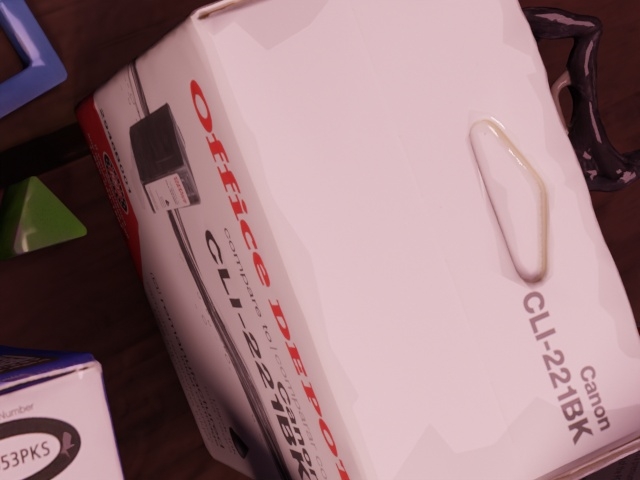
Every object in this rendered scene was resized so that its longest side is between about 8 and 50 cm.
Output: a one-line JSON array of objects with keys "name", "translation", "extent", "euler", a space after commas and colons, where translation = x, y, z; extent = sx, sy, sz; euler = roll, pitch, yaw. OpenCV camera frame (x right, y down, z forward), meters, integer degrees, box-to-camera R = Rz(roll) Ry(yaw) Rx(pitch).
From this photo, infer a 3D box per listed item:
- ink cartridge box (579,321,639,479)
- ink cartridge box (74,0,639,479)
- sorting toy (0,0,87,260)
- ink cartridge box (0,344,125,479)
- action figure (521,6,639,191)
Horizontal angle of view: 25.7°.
[{"name": "ink cartridge box", "translation": [0.128, 0.135, 0.594], "extent": [0.130, 0.271, 0.309], "euler": [69, 25, -6]}, {"name": "ink cartridge box", "translation": [0.000, 0.000, 0.589], "extent": [0.114, 0.273, 0.197], "euler": [-22, 95, -18]}, {"name": "sorting toy", "translation": [-0.247, -0.021, 0.575], "extent": [0.347, 0.047, 0.196], "euler": [-20, 94, -34]}, {"name": "ink cartridge box", "translation": [-0.193, 0.201, 0.503], "extent": [0.270, 0.151, 0.396], "euler": [-15, 97, -35]}, {"name": "action figure", "translation": [0.102, -0.164, 0.768], "extent": [0.141, 0.164, 0.276], "euler": [-27, 108, -24]}]
